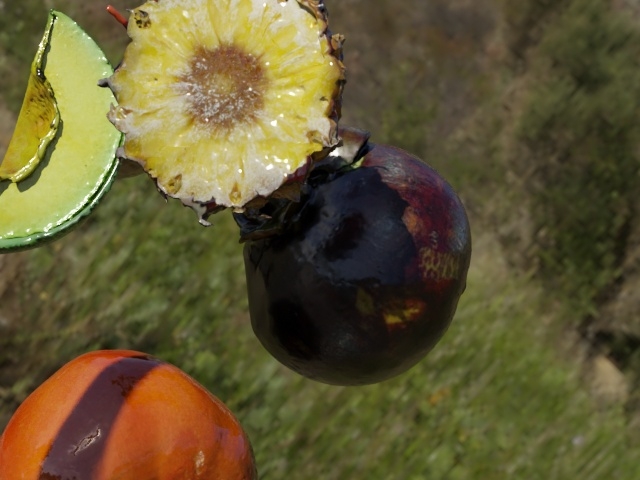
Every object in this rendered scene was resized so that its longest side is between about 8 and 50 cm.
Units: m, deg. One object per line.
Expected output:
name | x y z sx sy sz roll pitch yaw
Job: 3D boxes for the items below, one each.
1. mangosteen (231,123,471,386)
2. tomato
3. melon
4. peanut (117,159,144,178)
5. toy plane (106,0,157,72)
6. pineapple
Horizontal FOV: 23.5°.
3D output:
mangosteen | 0.000 0.000 1.409 0.289 0.231 0.231 33 25 -18
tomato | -0.181 0.215 1.352 0.260 0.260 0.180 16 16 -41
melon | -0.280 -0.089 1.643 0.129 0.265 0.169 19 -11 -9
peanut | -0.204 -0.132 1.783 0.095 0.226 0.108 52 49 -11
toy plane | -0.226 -0.218 1.824 0.194 0.077 0.126 -25 106 -34
pineapple | -0.072 -0.120 1.188 0.221 0.221 0.047 45 8 13
